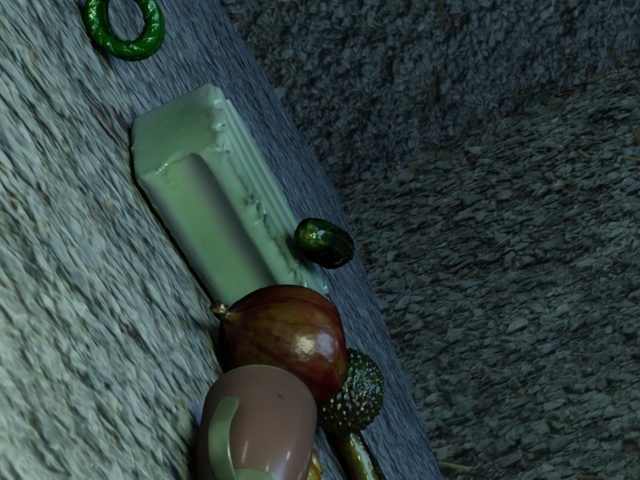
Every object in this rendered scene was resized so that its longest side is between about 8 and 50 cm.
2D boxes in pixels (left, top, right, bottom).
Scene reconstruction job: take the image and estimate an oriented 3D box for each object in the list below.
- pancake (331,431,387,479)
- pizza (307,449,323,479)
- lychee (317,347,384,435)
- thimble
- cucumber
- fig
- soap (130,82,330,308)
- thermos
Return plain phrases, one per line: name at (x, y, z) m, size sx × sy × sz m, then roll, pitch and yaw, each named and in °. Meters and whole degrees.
pancake at (0.072, 0.425, 2.541) m, size 0.426 × 0.067 × 0.305 m, roll 62°, pitch 0°, yaw -20°
pizza at (-0.044, 0.350, 1.826) m, size 0.154 × 0.069 × 0.193 m, roll 59°, pitch 16°, yaw -44°
lychee at (0.044, 0.282, 2.342) m, size 0.171 × 0.171 × 0.171 m, roll -24°, pitch 90°, yaw -83°
thimble at (-0.304, -0.345, 1.989) m, size 0.090 × 0.118 × 0.130 m, roll -7°, pitch 91°, yaw -87°
cucumber at (0.001, 0.001, 2.032) m, size 0.241 × 0.074 × 0.074 m, roll 30°, pitch 36°, yaw -77°
fig at (-0.085, 0.145, 1.886) m, size 0.250 × 0.186 × 0.203 m, roll 27°, pitch 41°, yaw -20°
soap at (-0.133, -0.027, 2.036) m, size 0.261 × 0.156 × 0.446 m, roll -105°, pitch 168°, yaw -53°
thermos at (-0.087, 0.263, 1.503) m, size 0.265 × 0.146 × 0.176 m, roll -82°, pitch 155°, yaw -66°
